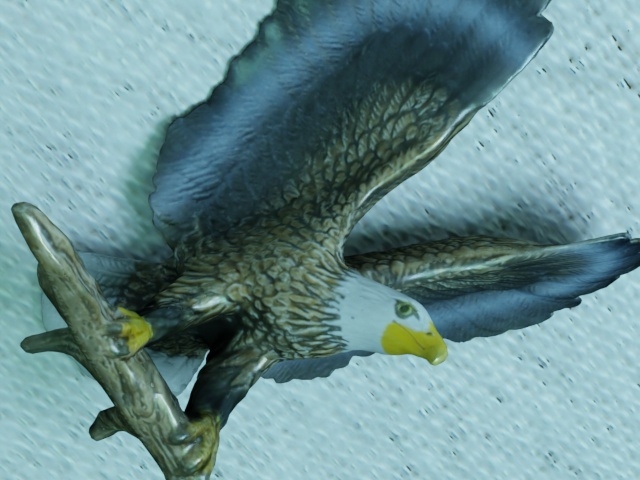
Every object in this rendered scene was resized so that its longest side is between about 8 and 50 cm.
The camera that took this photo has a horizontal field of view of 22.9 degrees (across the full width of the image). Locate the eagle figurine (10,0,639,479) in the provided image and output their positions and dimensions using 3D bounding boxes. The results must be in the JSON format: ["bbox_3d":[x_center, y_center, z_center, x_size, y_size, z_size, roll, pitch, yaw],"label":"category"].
[{"bbox_3d":[0.008,0.006,0.820,0.298,0.225,0.226,-39,161,-26],"label":"eagle figurine"}]
